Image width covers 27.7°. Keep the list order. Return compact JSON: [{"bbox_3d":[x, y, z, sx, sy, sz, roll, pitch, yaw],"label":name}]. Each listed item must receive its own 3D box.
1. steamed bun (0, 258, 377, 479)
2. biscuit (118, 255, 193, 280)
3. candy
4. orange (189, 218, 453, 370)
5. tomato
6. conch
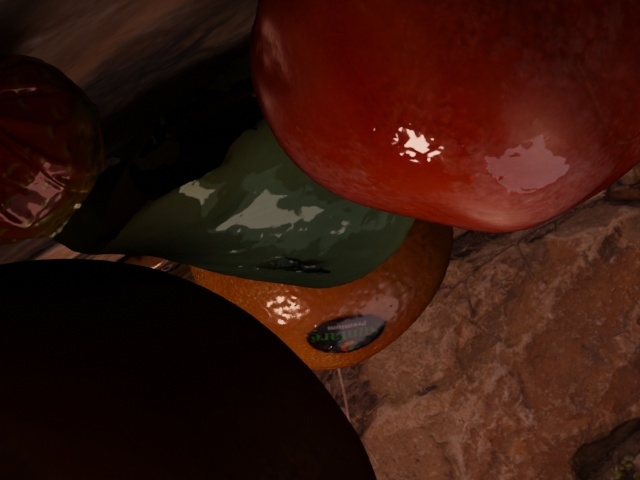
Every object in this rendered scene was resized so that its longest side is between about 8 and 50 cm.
[{"bbox_3d":[-0.174,0.142,0.641,0.379,0.248,0.235,-16,-176,32],"label":"steamed bun"},{"bbox_3d":[-0.153,0.019,1.403,0.359,0.046,0.359,-33,178,-1],"label":"biscuit"},{"bbox_3d":[-0.117,-0.028,0.334,0.060,0.060,0.201,-34,171,15],"label":"candy"},{"bbox_3d":[0.000,0.000,0.989,0.206,0.206,0.206,-34,179,-1],"label":"orange"},{"bbox_3d":[0.054,-0.074,0.492,0.187,0.151,0.187,-29,-179,1],"label":"tomato"},{"bbox_3d":[-0.025,-0.049,0.698,0.144,0.137,0.251,-6,170,23],"label":"conch"}]
